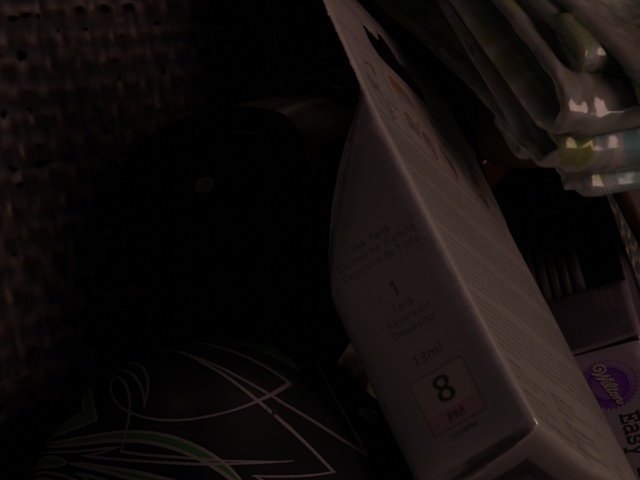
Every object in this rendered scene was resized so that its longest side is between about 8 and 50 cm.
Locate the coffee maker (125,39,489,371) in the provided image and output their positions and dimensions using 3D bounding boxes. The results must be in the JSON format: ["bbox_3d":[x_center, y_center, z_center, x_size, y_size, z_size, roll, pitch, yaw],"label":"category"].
[{"bbox_3d":[0.000,0.000,0.916,0.178,0.120,0.171,-31,128,-59],"label":"coffee maker"}]

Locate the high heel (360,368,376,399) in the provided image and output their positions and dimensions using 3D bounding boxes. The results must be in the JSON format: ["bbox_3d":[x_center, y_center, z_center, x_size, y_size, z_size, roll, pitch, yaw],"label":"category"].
[{"bbox_3d":[0.090,0.108,1.098,0.244,0.082,0.117,43,22,-36],"label":"high heel"}]

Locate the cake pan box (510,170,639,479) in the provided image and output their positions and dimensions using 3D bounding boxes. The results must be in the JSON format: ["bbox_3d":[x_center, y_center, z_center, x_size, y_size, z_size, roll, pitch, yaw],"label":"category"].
[{"bbox_3d":[0.195,0.107,1.210,0.245,0.070,0.267,-92,162,-62],"label":"cake pan box"}]

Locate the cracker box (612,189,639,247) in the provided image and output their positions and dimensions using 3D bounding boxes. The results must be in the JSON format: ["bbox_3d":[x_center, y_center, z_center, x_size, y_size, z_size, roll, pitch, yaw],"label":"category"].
[{"bbox_3d":[0.181,-0.103,1.171,0.232,0.067,0.156,64,7,3],"label":"cracker box"}]

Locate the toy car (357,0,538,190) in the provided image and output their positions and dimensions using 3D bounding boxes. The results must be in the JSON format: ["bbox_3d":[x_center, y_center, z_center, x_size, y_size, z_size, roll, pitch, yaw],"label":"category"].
[{"bbox_3d":[0.112,-0.078,1.046,0.149,0.188,0.155,24,62,-58],"label":"toy car"}]

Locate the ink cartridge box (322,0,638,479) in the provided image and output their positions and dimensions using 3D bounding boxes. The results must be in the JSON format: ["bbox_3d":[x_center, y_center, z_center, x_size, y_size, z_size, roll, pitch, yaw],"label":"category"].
[{"bbox_3d":[0.047,0.011,0.780,0.232,0.066,0.189,61,11,26],"label":"ink cartridge box"}]

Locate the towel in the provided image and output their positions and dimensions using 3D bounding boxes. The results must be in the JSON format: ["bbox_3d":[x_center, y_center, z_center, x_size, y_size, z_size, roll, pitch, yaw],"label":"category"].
[{"bbox_3d":[0.160,-0.174,0.966,0.374,0.320,0.090,-14,141,-39],"label":"towel"}]

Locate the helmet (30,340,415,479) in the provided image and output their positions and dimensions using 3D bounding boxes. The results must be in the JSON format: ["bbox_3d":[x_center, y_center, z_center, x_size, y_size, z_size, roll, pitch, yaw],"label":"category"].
[{"bbox_3d":[-0.034,0.116,0.735,0.161,0.169,0.169,50,40,-61],"label":"helmet"}]
